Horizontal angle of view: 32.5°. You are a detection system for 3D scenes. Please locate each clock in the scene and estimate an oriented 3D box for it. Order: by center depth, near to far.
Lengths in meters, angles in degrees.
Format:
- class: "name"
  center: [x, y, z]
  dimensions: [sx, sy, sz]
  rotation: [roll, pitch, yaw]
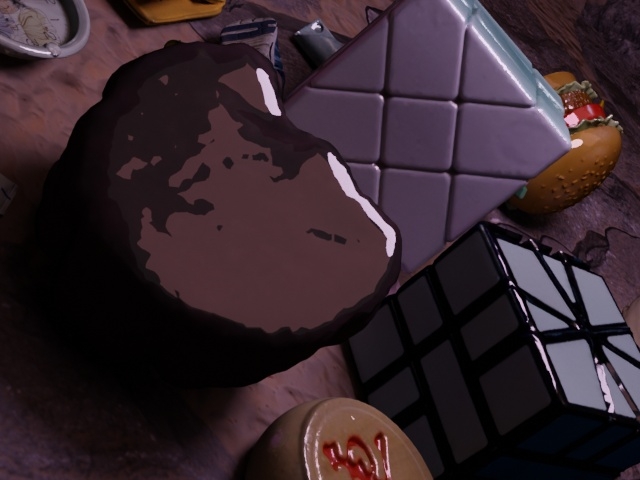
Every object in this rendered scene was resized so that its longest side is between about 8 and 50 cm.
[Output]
- class: "clock"
  center: [-0.404, -0.308, 1.387]
  dimensions: [0.236, 0.053, 0.236]
  rotation: [32, 33, -24]

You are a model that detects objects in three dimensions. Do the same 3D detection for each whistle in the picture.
- class: "whistle"
  center: [0.067, -0.256, 1.928]
  dimensions: [0.312, 0.062, 0.062]
  rotation: [53, 31, 5]

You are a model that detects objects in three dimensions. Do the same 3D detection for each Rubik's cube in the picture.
- class: "Rubik's cube"
  center: [0.245, 0.188, 1.450]
  dimensions: [0.288, 0.283, 0.293]
  rotation: [20, 38, -38]
- class: "Rubik's cube"
  center: [0.162, -0.198, 1.681]
  dimensions: [0.322, 0.319, 0.316]
  rotation: [48, 19, -10]

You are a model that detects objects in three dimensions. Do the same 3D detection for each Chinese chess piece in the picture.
- class: "Chinese chess piece"
  center: [0.031, 0.296, 1.239]
  dimensions: [0.251, 0.097, 0.251]
  rotation: [33, 35, -27]

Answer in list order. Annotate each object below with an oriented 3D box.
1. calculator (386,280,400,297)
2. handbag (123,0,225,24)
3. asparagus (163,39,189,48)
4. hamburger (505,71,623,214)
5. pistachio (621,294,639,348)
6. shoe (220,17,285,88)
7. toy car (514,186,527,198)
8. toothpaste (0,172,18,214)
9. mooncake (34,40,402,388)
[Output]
- class: "calculator"
  center: [0.084, 0.082, 1.612]
  dimensions: [0.103, 0.024, 0.166]
  rotation: [30, 37, -29]
- class: "handbag"
  center: [-0.305, -0.514, 1.685]
  dimensions: [0.401, 0.133, 0.283]
  rotation: [51, 36, 2]
- class: "asparagus"
  center: [-0.183, -0.270, 1.646]
  dimensions: [0.178, 0.041, 0.045]
  rotation: [-5, 94, -70]
- class: "hamburger"
  center: [0.448, -0.170, 2.116]
  dimensions: [0.274, 0.274, 0.212]
  rotation: [-2, 54, -53]
- class: "pistachio"
  center: [0.667, 0.213, 2.037]
  dimensions: [0.226, 0.208, 0.332]
  rotation: [1, 38, -26]
- class: "shoe"
  center: [-0.101, -0.262, 1.694]
  dimensions: [0.106, 0.091, 0.207]
  rotation: [75, 8, -56]
- class: "toy car"
  center: [0.227, -0.227, 1.984]
  dimensions: [0.358, 0.176, 0.213]
  rotation: [38, 35, 29]
- class: "toothpaste"
  center: [-0.418, -0.108, 1.173]
  dimensions: [0.218, 0.033, 0.052]
  rotation: [40, 36, -21]
- class: "mooncake"
  center: [-0.127, -0.019, 1.217]
  dimensions: [0.350, 0.212, 0.381]
  rotation: [-8, 66, -32]
